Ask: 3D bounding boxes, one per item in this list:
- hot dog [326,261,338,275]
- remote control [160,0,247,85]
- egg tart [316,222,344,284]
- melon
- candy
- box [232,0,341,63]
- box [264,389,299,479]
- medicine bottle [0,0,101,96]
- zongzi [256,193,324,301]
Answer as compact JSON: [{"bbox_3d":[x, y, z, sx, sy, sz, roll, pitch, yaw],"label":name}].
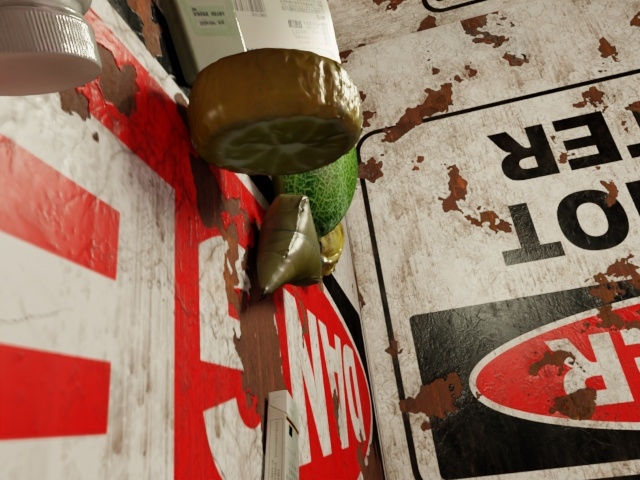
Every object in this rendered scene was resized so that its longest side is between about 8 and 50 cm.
[{"bbox_3d":[0.013,0.011,1.410,0.213,0.103,0.146,-93,166,-51],"label":"hot dog"},{"bbox_3d":[-0.192,-0.382,0.667,0.123,0.038,0.285,-35,115,-45],"label":"remote control"},{"bbox_3d":[0.000,0.000,1.199,0.232,0.098,0.252,-59,141,-42],"label":"egg tart"},{"bbox_3d":[-0.030,-0.179,1.064,0.331,0.226,0.343,27,43,-60],"label":"melon"},{"bbox_3d":[-0.065,-0.178,0.660,0.260,0.260,0.118,44,37,-75],"label":"candy"},{"bbox_3d":[-0.081,-0.362,0.863,0.274,0.091,0.220,-19,101,-43],"label":"box"},{"bbox_3d":[-0.061,0.335,0.729,0.084,0.040,0.154,69,14,-45],"label":"box"},{"bbox_3d":[-0.205,-0.193,0.273,0.103,0.103,0.186,-51,129,-79],"label":"medicine bottle"},{"bbox_3d":[-0.059,0.068,0.880,0.228,0.115,0.256,76,14,-45],"label":"zongzi"}]
